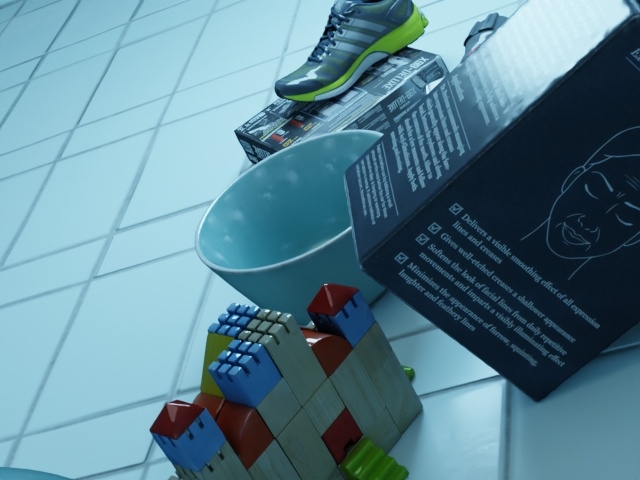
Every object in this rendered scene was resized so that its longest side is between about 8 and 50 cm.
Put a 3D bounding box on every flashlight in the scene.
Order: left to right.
[{"bbox_3d":[0.250,-0.259,2.102,0.103,0.103,0.304,14,43,15],"label":"flashlight"}]

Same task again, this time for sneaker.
[{"bbox_3d":[0.036,-0.337,2.218,0.300,0.121,0.111,-38,30,-17],"label":"sneaker"}]

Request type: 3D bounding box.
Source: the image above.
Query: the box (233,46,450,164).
[{"bbox_3d":[0.038,-0.219,2.238,0.307,0.076,0.242,-38,31,-16],"label":"box"}]

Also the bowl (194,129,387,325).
[{"bbox_3d":[0.000,0.000,1.842,0.312,0.163,0.311,-21,31,13],"label":"bowl"}]

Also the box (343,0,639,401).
[{"bbox_3d":[0.268,-0.069,1.467,0.395,0.293,0.212,-42,26,21],"label":"box"}]

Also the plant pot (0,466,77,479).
[{"bbox_3d":[-0.275,0.378,1.423,0.195,0.290,0.290,-2,16,-31],"label":"plant pot"}]

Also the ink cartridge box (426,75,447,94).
[{"bbox_3d":[0.274,-0.100,1.654,0.198,0.272,0.114,-22,30,12],"label":"ink cartridge box"}]

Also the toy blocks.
[{"bbox_3d":[-0.046,0.188,1.490,0.191,0.261,0.381,7,45,46],"label":"toy blocks"}]
